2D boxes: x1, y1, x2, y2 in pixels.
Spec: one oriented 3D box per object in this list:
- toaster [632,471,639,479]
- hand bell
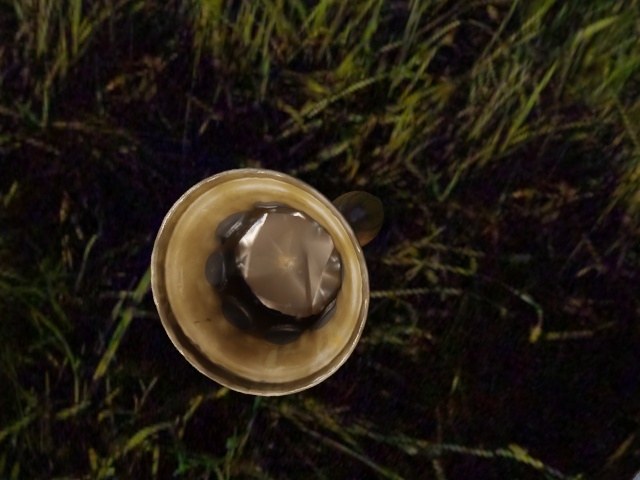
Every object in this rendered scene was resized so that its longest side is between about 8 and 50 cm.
[{"bbox_3d":[0.189,0.189,0.441,0.227,0.129,0.146,-44,90,-15],"label":"toaster"},{"bbox_3d":[0.000,0.000,0.640,0.126,0.126,0.242,30,19,9],"label":"hand bell"}]
